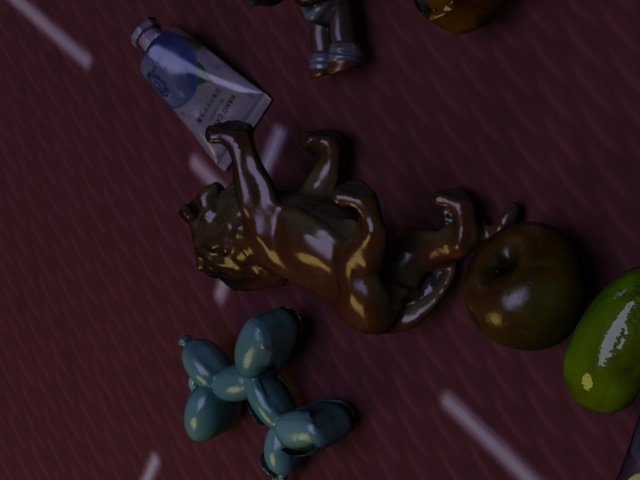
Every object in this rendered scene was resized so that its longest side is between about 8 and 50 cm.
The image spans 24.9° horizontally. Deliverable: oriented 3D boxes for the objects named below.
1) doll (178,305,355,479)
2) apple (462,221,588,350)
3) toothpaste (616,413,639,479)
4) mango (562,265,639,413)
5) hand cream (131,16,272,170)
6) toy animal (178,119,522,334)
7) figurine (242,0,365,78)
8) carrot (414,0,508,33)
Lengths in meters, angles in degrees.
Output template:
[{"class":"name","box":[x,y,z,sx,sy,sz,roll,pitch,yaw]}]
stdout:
[{"class":"doll","box":[-0.059,0.128,1.208,0.159,0.059,0.158,54,132,14]},{"class":"apple","box":[0.143,0.031,1.001,0.089,0.074,0.089,-30,49,43]},{"class":"toothpaste","box":[0.248,0.116,0.936,0.096,0.061,0.266,32,120,37]},{"class":"mango","box":[0.199,0.063,0.960,0.056,0.073,0.108,25,118,-2]},{"class":"hand cream","box":[-0.110,-0.137,1.254,0.142,0.053,0.084,47,122,18]},{"class":"toy animal","box":[0.000,0.000,1.140,0.312,0.097,0.158,26,123,36]},{"class":"figurine","box":[-0.016,-0.225,1.123,0.147,0.093,0.197,-5,90,54]},{"class":"carrot","box":[0.158,-0.243,0.977,0.260,0.070,0.070,-46,63,35]}]
